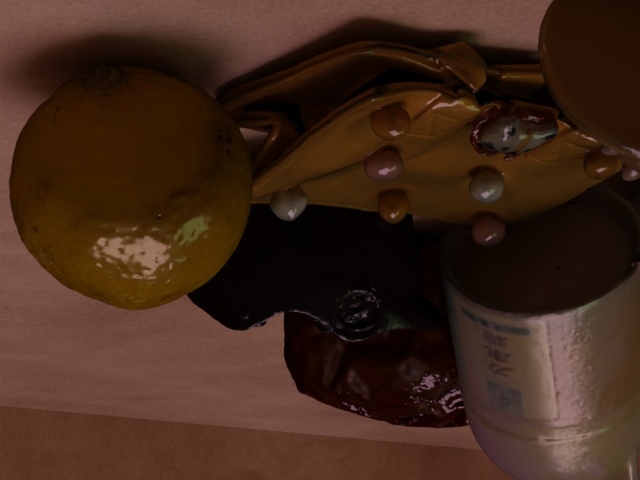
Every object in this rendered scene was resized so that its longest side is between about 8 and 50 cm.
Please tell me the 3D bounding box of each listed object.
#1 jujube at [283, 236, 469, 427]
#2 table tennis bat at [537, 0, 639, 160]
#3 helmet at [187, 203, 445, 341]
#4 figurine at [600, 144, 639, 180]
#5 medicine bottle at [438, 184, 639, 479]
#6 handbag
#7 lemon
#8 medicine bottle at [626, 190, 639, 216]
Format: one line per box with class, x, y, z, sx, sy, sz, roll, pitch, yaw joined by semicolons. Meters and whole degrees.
jujube;0.134;0.126;2.375;0.377;0.276;0.276;-11;164;37
table tennis bat;0.329;-0.166;1.505;0.321;0.198;0.050;-21;154;-26
helmet;0.000;0.000;1.963;0.305;0.177;0.225;1;-169;-12
figurine;0.343;-0.089;1.619;0.173;0.247;0.177;-7;165;26
medicine bottle;0.279;0.149;2.082;0.235;0.236;0.406;-6;130;8
handbag;0.120;-0.101;1.778;0.401;0.133;0.283;7;156;-38
lemon;-0.177;-0.049;1.665;0.228;0.228;0.253;-4;165;-3
medicine bottle;0.468;0.014;2.118;0.213;0.213;0.378;2;164;-23
